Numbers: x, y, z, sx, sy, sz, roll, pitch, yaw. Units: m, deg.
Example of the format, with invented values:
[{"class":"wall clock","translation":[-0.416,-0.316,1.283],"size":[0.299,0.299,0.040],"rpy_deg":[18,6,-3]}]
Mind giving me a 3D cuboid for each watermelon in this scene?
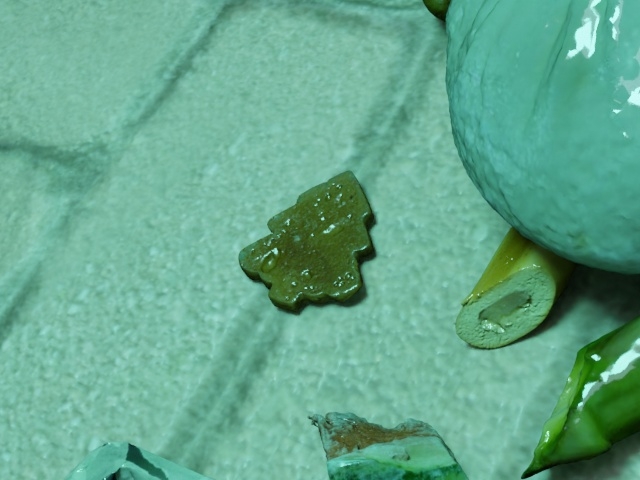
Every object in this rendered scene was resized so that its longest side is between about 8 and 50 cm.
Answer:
[{"class":"watermelon","translation":[0.056,0.171,0.747],"size":[0.098,0.121,0.158],"rpy_deg":[-19,4,-7]}]

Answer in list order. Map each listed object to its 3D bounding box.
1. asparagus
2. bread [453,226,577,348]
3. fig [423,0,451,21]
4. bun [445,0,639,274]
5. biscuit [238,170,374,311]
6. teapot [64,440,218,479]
[{"class":"asparagus","translation":[0.270,0.051,0.712],"size":[0.343,0.082,0.085],"rpy_deg":[-25,86,8]},{"class":"bread","translation":[0.144,0.031,0.798],"size":[0.103,0.049,0.062],"rpy_deg":[-56,26,-18]},{"class":"fig","translation":[0.131,-0.232,0.986],"size":[0.084,0.082,0.098],"rpy_deg":[-50,22,32]},{"class":"bun","translation":[0.240,-0.143,0.747],"size":[0.362,0.211,0.362],"rpy_deg":[-15,39,13]},{"class":"biscuit","translation":[0.000,0.000,0.910],"size":[0.119,0.019,0.130],"rpy_deg":[16,65,33]},{"class":"teapot","translation":[-0.133,0.245,0.735],"size":[0.178,0.221,0.163],"rpy_deg":[9,100,19]}]
